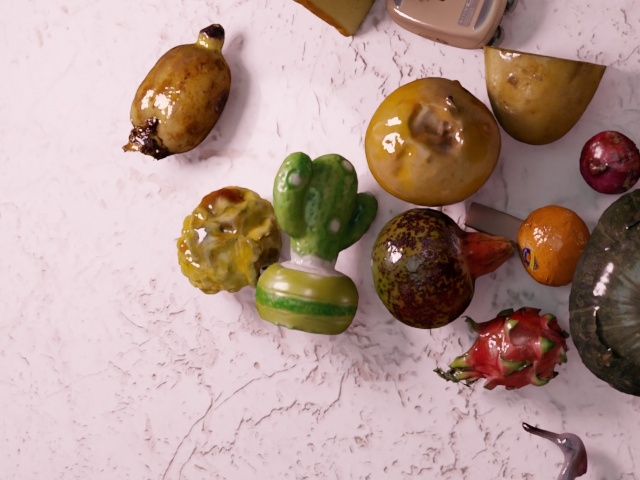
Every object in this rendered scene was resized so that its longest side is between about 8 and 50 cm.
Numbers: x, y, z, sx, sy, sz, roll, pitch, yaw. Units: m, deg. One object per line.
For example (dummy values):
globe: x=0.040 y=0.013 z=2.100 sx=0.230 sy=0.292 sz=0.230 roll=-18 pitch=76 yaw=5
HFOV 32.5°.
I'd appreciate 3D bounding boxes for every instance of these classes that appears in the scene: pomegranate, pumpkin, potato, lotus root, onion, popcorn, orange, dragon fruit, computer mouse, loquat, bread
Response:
pomegranate: x=0.210 y=0.040 z=1.858 sx=0.248 sy=0.214 sz=0.214 roll=-13 pitch=79 yaw=18
pumpkin: x=0.531 y=0.085 z=1.671 sx=0.292 sy=0.257 sz=0.327 roll=15 pitch=99 yaw=13
potato: x=0.366 y=-0.238 z=1.844 sx=0.204 sy=0.178 sz=0.158 roll=7 pitch=102 yaw=9
lotus root: x=-0.268 y=-0.284 z=2.161 sx=0.169 sy=0.141 sz=0.314 roll=32 pitch=89 yaw=22
onion: x=0.476 y=-0.127 z=1.810 sx=0.107 sy=0.097 sz=0.107 roll=9 pitch=103 yaw=41
popcorn: x=-0.165 y=0.004 z=2.060 sx=0.189 sy=0.169 sz=0.218 roll=12 pitch=71 yaw=20
orange: x=0.391 y=0.006 z=1.819 sx=0.118 sy=0.135 sz=0.135 roll=-30 pitch=68 yaw=-16
dragon fruit: x=0.299 y=0.184 z=1.836 sx=0.236 sy=0.135 sz=0.137 roll=-8 pitch=84 yaw=28
computer mouse: x=0.232 y=-0.424 z=1.967 sx=0.237 sy=0.082 sz=0.145 roll=21 pitch=92 yaw=24
loquat: x=0.190 y=-0.162 z=1.869 sx=0.244 sy=0.244 sz=0.243 roll=-3 pitch=83 yaw=25
bread: x=-0.018 y=-0.544 z=1.948 sx=0.245 sy=0.362 sz=0.233 roll=39 pitch=102 yaw=21

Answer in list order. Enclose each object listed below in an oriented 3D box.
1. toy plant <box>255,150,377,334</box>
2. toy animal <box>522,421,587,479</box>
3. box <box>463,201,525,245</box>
toy plant: x=0.000 y=0.000 z=1.965 sx=0.184 sy=0.224 sz=0.315 roll=17 pitch=98 yaw=53
toy animal: x=0.435 y=0.447 z=1.762 sx=0.195 sy=0.090 sz=0.324 roll=-10 pitch=82 yaw=24
box: x=0.308 y=-0.028 z=1.916 sx=0.115 sy=0.025 sz=0.048 roll=22 pitch=89 yaw=26
